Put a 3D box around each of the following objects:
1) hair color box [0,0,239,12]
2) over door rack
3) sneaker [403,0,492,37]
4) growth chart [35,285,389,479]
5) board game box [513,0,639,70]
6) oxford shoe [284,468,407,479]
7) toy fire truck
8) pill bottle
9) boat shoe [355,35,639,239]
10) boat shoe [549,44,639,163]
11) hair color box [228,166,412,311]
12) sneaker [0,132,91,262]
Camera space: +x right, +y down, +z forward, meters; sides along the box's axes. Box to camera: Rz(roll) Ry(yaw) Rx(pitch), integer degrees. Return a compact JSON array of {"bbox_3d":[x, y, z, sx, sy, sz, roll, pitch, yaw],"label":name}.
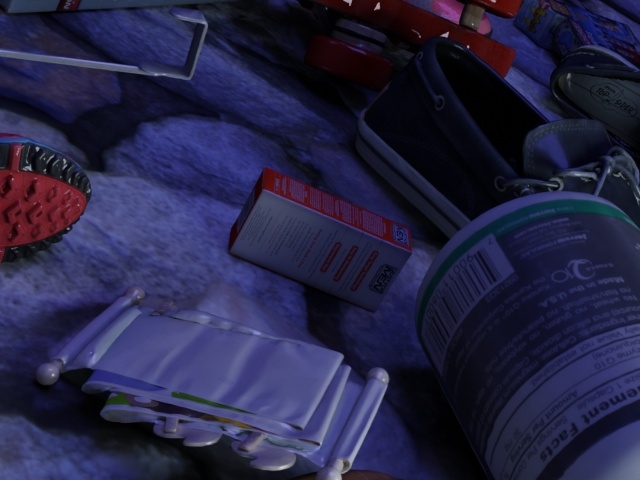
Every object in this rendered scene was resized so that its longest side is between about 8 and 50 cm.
[{"bbox_3d":[-0.240,-0.349,1.464,0.185,0.113,0.374,41,30,21],"label":"hair color box"},{"bbox_3d":[-0.277,-0.190,1.143,0.324,0.108,0.239,-6,39,-17],"label":"over door rack"},{"bbox_3d":[0.103,-0.370,1.797,0.314,0.136,0.116,30,29,1],"label":"sneaker"},{"bbox_3d":[-0.070,0.094,0.913,0.237,0.021,0.172,16,26,19],"label":"growth chart"},{"bbox_3d":[0.394,-0.294,2.028,0.194,0.060,0.194,19,30,-17],"label":"board game box"},{"bbox_3d":[-0.027,0.185,0.850,0.212,0.076,0.076,0,12,-44],"label":"oxford shoe"},{"bbox_3d":[0.077,-0.262,1.604,0.302,0.169,0.254,17,6,-24],"label":"toy fire truck"},{"bbox_3d":[0.219,0.143,0.986,0.204,0.204,0.361,13,33,-29],"label":"pill bottle"},{"bbox_3d":[0.232,-0.037,1.307,0.187,0.156,0.500,1,33,-48],"label":"boat shoe"},{"bbox_3d":[0.447,-0.150,1.768,0.340,0.127,0.113,38,30,19],"label":"boat shoe"},{"bbox_3d":[0.000,0.000,1.157,0.141,0.072,0.043,24,28,-13],"label":"hair color box"},{"bbox_3d":[-0.288,-0.061,0.956,0.262,0.104,0.125,6,34,-37],"label":"sneaker"}]
